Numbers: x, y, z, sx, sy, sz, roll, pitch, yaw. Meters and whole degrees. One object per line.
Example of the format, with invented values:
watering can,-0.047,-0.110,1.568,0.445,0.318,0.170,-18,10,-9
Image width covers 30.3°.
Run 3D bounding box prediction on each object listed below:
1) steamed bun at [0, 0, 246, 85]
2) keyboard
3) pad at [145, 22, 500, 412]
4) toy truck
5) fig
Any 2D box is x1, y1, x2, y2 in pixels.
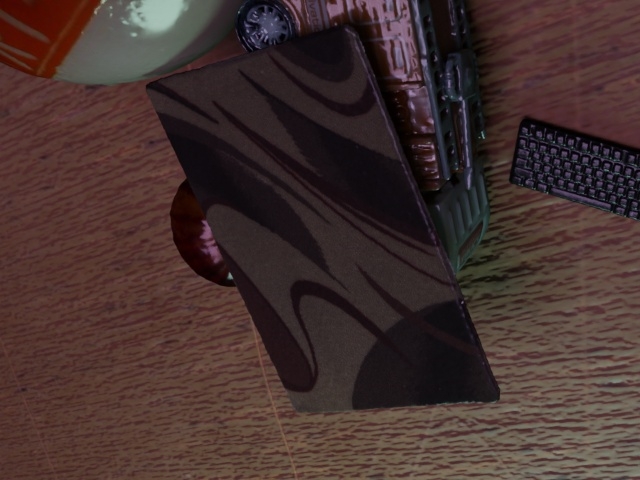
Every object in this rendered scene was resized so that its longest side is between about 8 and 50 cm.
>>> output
steamed bun,-0.215,-0.291,0.938,0.374,0.241,0.375,14,127,20
keyboard,0.254,-0.044,0.956,0.204,0.013,0.061,19,127,20
pad,0.000,0.000,0.960,0.220,0.004,0.330,-10,112,37
toy truck,0.051,-0.101,0.961,0.162,0.136,0.306,2,119,30
fig,-0.090,-0.017,1.103,0.150,0.128,0.128,-10,113,33
